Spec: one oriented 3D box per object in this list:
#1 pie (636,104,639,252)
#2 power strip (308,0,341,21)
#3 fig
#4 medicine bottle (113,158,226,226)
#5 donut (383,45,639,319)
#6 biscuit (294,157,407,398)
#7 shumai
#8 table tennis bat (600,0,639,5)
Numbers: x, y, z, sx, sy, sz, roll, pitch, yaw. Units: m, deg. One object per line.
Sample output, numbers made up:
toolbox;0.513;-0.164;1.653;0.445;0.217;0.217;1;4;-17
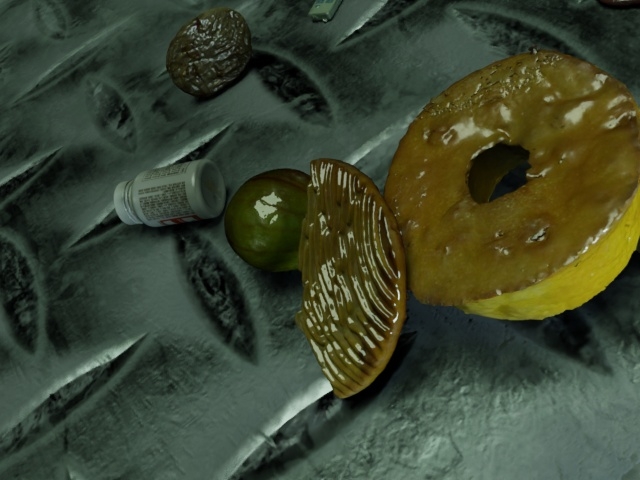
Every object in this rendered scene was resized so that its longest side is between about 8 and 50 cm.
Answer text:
pie;0.426;-0.076;0.647;0.337;0.075;0.338;-19;47;21
power strip;0.014;-0.389;1.152;0.040;0.016;0.090;8;58;32
fig;0.000;0.000;0.791;0.236;0.124;0.124;26;69;28
medicine bottle;-0.205;-0.061;0.962;0.140;0.079;0.079;-8;51;22
donut;0.188;-0.045;0.686;0.277;0.108;0.278;-27;46;31
biscuit;0.017;0.029;0.704;0.176;0.031;0.229;-42;60;42
shumai;-0.183;-0.296;1.118;0.105;0.123;0.139;20;79;50
table tennis bat;0.401;-0.313;0.888;0.098;0.019;0.155;-21;44;12
